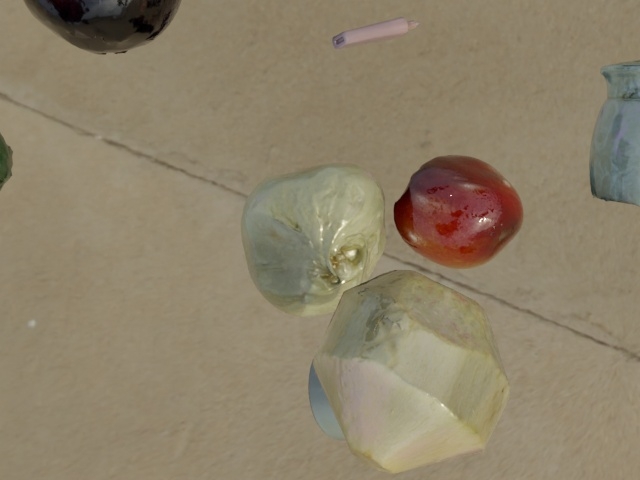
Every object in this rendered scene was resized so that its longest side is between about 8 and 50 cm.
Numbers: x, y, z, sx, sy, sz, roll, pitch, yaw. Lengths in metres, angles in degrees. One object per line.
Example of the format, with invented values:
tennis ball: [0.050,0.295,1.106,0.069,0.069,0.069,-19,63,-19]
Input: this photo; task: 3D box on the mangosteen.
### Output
mangosteen: [-0.252,-0.324,1.001,0.194,0.230,0.194,1,43,-1]

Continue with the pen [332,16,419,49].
pen: [0.107,-0.375,1.596,0.053,0.197,0.032,-16,94,53]

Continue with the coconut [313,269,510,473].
coconut: [0.108,0.171,1.119,0.259,0.259,0.259,-2,82,18]

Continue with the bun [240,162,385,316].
bun: [0.000,0.000,1.906,0.361,0.361,0.213,-52,29,6]

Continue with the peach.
peach: [0.297,-0.065,1.908,0.245,0.274,0.249,3,84,50]

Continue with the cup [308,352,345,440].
cup: [0.146,0.247,1.573,0.234,0.258,0.186,-10,93,37]

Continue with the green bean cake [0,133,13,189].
green bean cake: [-0.459,-0.072,0.808,0.169,0.300,0.308,-17,40,25]

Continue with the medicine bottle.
medicine bottle: [0.344,-0.106,0.877,0.147,0.147,0.143,7,100,19]
